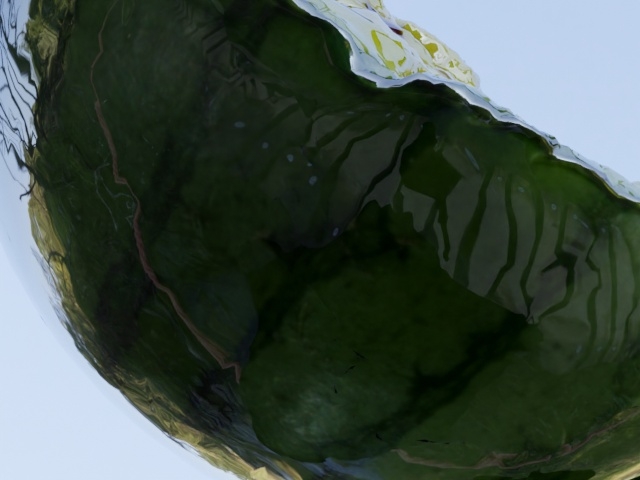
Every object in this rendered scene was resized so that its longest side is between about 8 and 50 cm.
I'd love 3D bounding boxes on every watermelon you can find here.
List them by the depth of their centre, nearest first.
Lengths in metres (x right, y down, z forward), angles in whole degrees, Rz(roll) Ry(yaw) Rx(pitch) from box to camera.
[{"bbox_3d":[0.000,0.000,0.685,0.331,0.331,0.189,23,-84,-17],"label":"watermelon"}]
